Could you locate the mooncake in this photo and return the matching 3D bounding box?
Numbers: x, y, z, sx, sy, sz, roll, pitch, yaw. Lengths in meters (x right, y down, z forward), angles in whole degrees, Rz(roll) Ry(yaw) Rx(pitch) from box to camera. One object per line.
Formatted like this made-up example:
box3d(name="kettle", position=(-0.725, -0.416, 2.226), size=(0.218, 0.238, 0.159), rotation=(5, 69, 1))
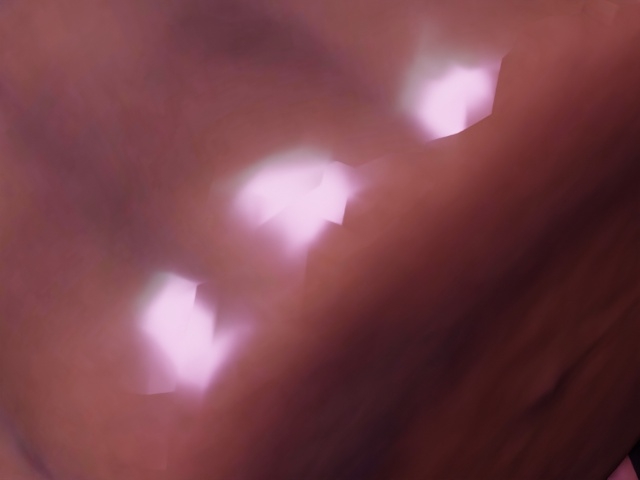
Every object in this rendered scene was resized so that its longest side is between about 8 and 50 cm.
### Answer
box3d(name="mooncake", position=(0.000, 0.000, 0.540), size=(0.290, 0.290, 0.161), rotation=(-47, 63, -3))
